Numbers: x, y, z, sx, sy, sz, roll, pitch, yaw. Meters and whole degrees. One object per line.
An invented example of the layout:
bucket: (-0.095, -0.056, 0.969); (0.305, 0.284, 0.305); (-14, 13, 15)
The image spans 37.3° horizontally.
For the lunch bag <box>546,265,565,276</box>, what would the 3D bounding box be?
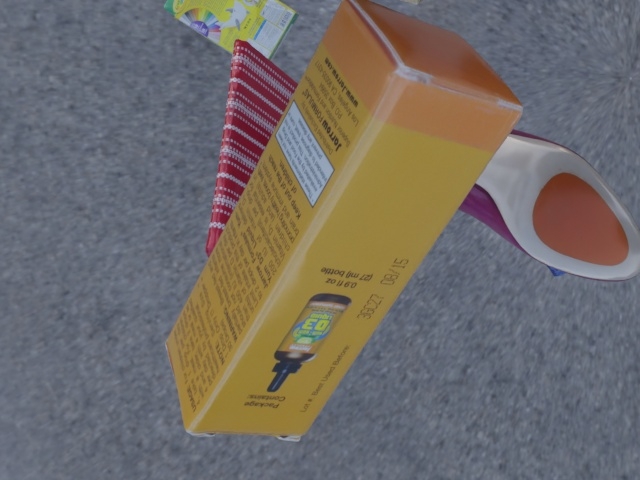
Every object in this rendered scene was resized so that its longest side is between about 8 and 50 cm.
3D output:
lunch bag: (0.418, 0.010, 1.635); (0.098, 0.067, 0.065); (-30, 114, 21)

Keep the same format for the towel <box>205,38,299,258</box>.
towel: (-0.065, -0.081, 1.161); (0.031, 0.199, 0.274); (-5, 70, 30)

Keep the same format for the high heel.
high heel: (0.208, -0.075, 1.129); (0.377, 0.181, 0.127); (37, 90, 2)

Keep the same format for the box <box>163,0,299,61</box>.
box: (-0.135, -0.341, 1.414); (0.179, 0.043, 0.105); (33, 101, 0)

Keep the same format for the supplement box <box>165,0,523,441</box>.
supplement box: (0.000, 0.000, 0.486); (0.233, 0.078, 0.080); (-60, 37, 27)

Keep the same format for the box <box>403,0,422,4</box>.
box: (0.026, -0.309, 0.763); (0.164, 0.021, 0.201); (21, 124, 19)
